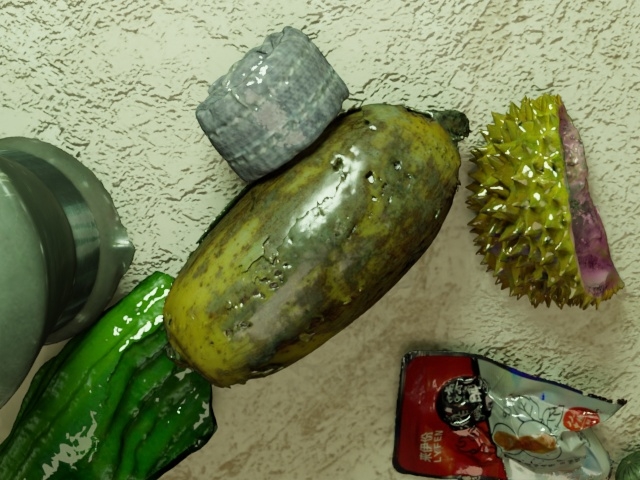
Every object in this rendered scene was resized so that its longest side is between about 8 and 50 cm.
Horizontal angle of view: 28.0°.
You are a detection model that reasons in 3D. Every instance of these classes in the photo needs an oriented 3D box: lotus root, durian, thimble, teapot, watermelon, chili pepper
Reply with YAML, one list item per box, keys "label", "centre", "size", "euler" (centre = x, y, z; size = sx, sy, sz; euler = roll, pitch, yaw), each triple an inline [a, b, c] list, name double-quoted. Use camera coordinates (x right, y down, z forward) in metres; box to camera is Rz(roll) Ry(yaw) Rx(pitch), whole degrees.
- label: "lotus root"
  centre: [0.000, 0.000, 1.338]
  size: [0.397, 0.196, 0.179]
  euler: [-45, 118, -3]
- label: "durian"
  centre: [0.240, -0.022, 1.378]
  size: [0.153, 0.186, 0.261]
  euler: [-21, 101, 2]
- label: "thimble"
  centre: [-0.051, -0.141, 1.317]
  size: [0.150, 0.150, 0.098]
  euler: [-38, 107, 15]
- label: "teapot"
  centre: [-0.397, 0.024, 1.275]
  size: [0.376, 0.362, 0.306]
  euler: [1, 97, 13]
- label: "watermelon"
  centre: [0.412, 0.302, 1.570]
  size: [0.110, 0.078, 0.078]
  euler: [29, 111, -14]
- label: "chili pepper"
  centre: [-0.259, 0.210, 1.469]
  size: [0.167, 0.213, 0.385]
  euler: [39, 90, 27]

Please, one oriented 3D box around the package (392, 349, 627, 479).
- label: "package"
  centre: [0.224, 0.221, 1.539]
  size: [0.269, 0.071, 0.194]
  euler: [7, 113, 10]
